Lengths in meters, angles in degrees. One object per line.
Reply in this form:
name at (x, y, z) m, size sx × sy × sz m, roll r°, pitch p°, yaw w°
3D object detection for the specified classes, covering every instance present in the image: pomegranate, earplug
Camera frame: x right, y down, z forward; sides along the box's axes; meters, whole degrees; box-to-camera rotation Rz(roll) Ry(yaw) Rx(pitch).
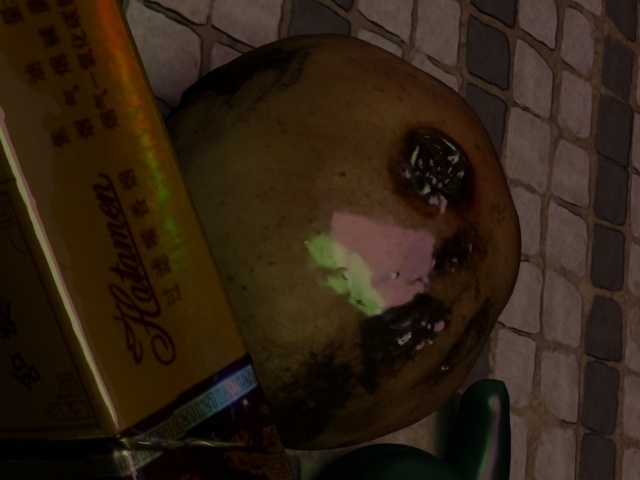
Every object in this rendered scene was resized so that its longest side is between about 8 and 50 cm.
pomegranate at (0.000, 0.000, 0.901) m, size 0.322 × 0.322 × 0.322 m, roll 9°, pitch 77°, yaw -43°
earplug at (0.099, 0.238, 1.034) m, size 0.257 × 0.280 × 0.164 m, roll -27°, pitch 81°, yaw -8°

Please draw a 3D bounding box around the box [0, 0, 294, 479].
box at (-0.185, 0.026, 0.721) m, size 0.116 × 0.264 × 0.415 m, roll -27°, pitch 103°, yaw -45°
